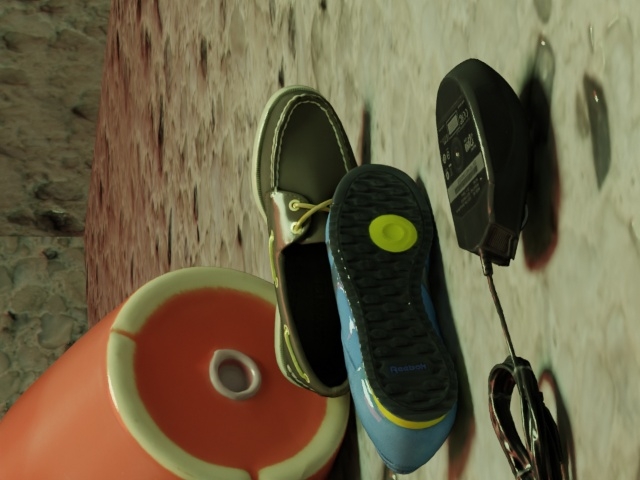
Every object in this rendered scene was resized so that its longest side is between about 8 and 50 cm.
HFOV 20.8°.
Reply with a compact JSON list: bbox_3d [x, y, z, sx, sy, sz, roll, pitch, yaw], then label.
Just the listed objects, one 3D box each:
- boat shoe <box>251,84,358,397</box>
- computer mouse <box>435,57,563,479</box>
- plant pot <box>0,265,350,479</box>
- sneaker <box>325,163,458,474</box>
[{"bbox_3d":[0.000,0.000,1.267,0.069,0.081,0.227,-161,65,-74],"label":"boat shoe"},{"bbox_3d":[0.102,0.020,0.902,0.071,0.041,0.242,134,129,-70],"label":"computer mouse"},{"bbox_3d":[-0.109,0.162,1.386,0.243,0.275,0.275,125,145,-49],"label":"plant pot"},{"bbox_3d":[0.039,0.048,1.099,0.082,0.069,0.209,100,165,-53],"label":"sneaker"}]
